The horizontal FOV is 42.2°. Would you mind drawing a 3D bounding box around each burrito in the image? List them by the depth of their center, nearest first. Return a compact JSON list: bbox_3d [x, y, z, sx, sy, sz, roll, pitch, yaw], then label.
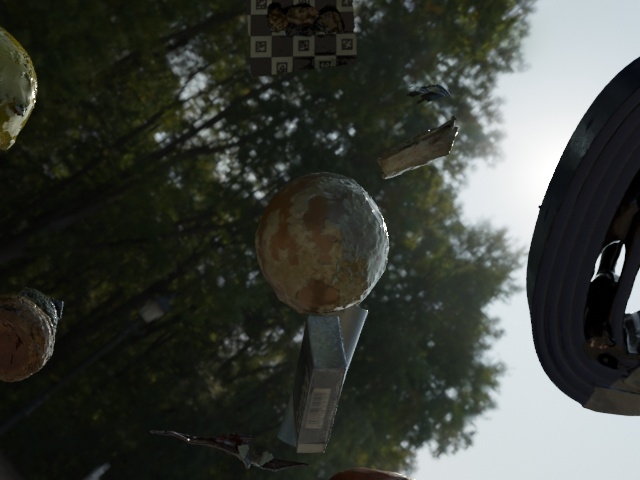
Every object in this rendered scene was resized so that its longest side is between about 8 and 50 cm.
[{"bbox_3d":[0.161,-0.145,1.332,0.055,0.149,0.041,64,2,2],"label":"burrito"}]

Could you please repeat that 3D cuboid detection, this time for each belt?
[{"bbox_3d":[0.317,-0.008,0.780,0.213,0.117,0.346,16,-69,4],"label":"belt"}]

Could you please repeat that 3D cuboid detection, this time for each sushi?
[{"bbox_3d":[-0.036,-0.425,1.665,0.050,0.215,0.192,28,57,-82],"label":"sushi"}]

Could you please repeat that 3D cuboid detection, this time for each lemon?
[{"bbox_3d":[-0.464,-0.211,1.072,0.206,0.173,0.173,48,-23,8],"label":"lemon"}]

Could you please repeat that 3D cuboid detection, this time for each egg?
[{"bbox_3d":[0.000,0.000,1.253,0.245,0.204,0.203,-97,170,-51],"label":"egg"}]

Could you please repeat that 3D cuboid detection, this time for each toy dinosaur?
[{"bbox_3d":[-0.108,0.263,1.051,0.220,0.032,0.108,22,-8,-23],"label":"toy dinosaur"}]

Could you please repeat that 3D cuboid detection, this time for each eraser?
[{"bbox_3d":[-0.006,0.204,1.148,0.212,0.046,0.091,101,-14,-44],"label":"eraser"}]

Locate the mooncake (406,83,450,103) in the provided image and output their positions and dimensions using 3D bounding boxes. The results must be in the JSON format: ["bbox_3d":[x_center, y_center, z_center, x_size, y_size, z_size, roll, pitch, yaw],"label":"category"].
[{"bbox_3d":[0.183,-0.386,1.498,0.057,0.150,0.346,81,-9,-66],"label":"mooncake"}]

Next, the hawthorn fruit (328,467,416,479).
[{"bbox_3d":[0.094,0.508,1.410,0.262,0.258,0.258,-36,-86,27],"label":"hawthorn fruit"}]

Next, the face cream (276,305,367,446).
[{"bbox_3d":[0.003,0.223,1.395,0.077,0.250,0.077,21,-3,1],"label":"face cream"}]

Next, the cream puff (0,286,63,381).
[{"bbox_3d":[-0.590,0.168,1.653,0.184,0.169,0.183,4,-69,11],"label":"cream puff"}]
